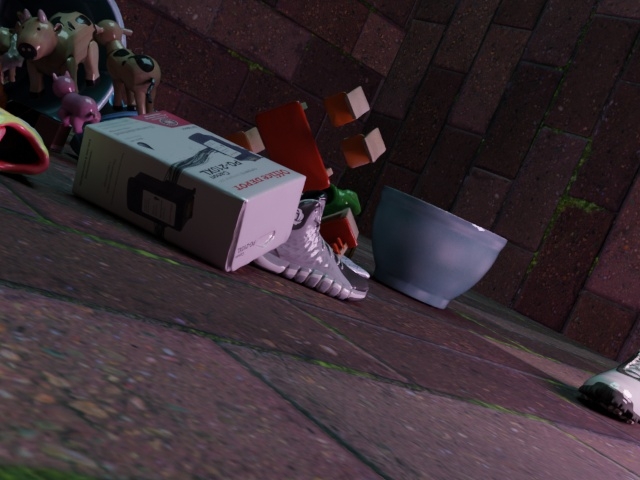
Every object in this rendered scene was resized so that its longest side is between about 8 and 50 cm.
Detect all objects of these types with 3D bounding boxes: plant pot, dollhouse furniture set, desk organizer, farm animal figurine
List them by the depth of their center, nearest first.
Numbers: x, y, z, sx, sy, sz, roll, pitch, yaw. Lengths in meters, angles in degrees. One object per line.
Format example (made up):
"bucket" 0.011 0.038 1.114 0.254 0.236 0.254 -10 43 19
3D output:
"dollhouse furniture set" -0.026 -0.097 1.430 0.262 0.259 0.135 -18 12 20
"farm animal figurine" -0.443 -0.322 1.509 0.330 0.172 0.327 -1 28 -10
"desk organizer" -0.506 -0.203 1.521 0.130 0.050 0.047 25 3 9
"plant pot" -0.642 -0.417 1.820 0.334 0.341 0.341 16 -4 46
"plant pot" 0.231 0.028 1.889 0.293 0.196 0.293 24 3 -1

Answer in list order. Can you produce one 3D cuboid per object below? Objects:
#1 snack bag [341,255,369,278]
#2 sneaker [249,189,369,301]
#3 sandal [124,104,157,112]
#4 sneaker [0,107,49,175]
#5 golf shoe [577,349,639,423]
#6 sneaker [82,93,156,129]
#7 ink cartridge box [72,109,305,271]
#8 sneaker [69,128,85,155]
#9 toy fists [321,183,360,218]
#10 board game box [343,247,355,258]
"snack bag" -0.107 -0.022 1.660 0.323 0.037 0.342 22 4 -26
"sneaker" 0.000 0.000 1.243 0.228 0.132 0.086 22 4 -34
"sandal" -0.448 -0.245 2.277 0.169 0.102 0.416 5 27 -32
"sneaker" -0.388 -0.128 0.963 0.208 0.081 0.094 22 6 -42
"golf shoe" 0.500 0.226 1.406 0.105 0.120 0.273 29 6 33
"sneaker" -0.417 -0.246 2.056 0.340 0.140 0.125 27 2 17
"ink cartridge box" -0.162 -0.070 1.107 0.237 0.100 0.172 26 23 17
"sneaker" -0.307 -0.161 1.533 0.319 0.131 0.112 25 11 27
"toy fists" -0.032 -0.093 2.245 0.279 0.096 0.142 -3 -21 30
"board game box" -0.017 -0.017 2.103 0.170 0.048 0.141 26 5 37
